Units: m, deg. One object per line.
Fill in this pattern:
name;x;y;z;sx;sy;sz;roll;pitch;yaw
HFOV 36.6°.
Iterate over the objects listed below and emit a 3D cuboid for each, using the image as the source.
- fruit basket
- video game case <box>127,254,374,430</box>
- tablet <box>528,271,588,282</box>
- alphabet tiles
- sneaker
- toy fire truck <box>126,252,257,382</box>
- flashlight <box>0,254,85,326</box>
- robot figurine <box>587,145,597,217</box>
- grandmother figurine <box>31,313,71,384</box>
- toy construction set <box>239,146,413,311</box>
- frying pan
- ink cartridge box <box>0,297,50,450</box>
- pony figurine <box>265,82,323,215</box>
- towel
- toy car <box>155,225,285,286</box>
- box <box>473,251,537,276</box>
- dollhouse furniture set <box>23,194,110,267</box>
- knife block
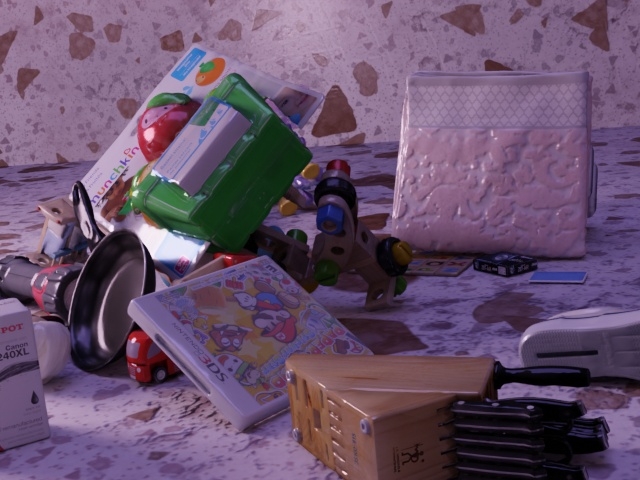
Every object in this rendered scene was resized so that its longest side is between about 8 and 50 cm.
fruit basket;-0.198;-0.136;1.410;0.353;0.327;0.165;33;-8;40
video game case;-0.078;0.111;1.149;0.206;0.026;0.227;41;36;26
tablet;0.367;0.057;1.497;0.083;0.006;0.054;-1;13;23
alphabet tiles;0.184;0.027;1.712;0.198;0.009;0.237;0;14;26
sneaker;0.352;0.106;1.069;0.258;0.094;0.091;0;18;27
toy fire truck;-0.164;0.095;1.248;0.192;0.135;0.047;-14;15;-37
flashlight;-0.441;0.077;1.570;0.103;0.103;0.304;-19;13;-33
robot figurine;0.333;-0.108;1.816;0.353;0.200;0.300;0;-28;21
grandmother figurine;-0.444;0.127;1.322;0.208;0.104;0.342;-26;19;-36
toy construction set;0.000;0.000;1.459;0.257;0.237;0.309;-42;35;17
frying pan;-0.312;0.057;1.351;0.053;0.197;0.326;21;8;-37
ink cartridge box;-0.363;0.149;1.048;0.109;0.150;0.063;-12;14;-29
pony figurine;-0.138;-0.191;2.347;0.351;0.303;0.363;-16;31;-20
towel;0.292;-0.133;1.656;0.332;0.317;0.053;3;0;21
toy car;-0.203;-0.011;1.540;0.219;0.210;0.238;-10;4;22
box;0.301;0.039;1.581;0.067;0.018;0.083;-13;14;-30
dollhouse furniture set;-0.450;0.016;1.860;0.184;0.129;0.129;32;27;18
knife block;0.124;0.162;0.930;0.242;0.088;0.276;-10;13;-25
